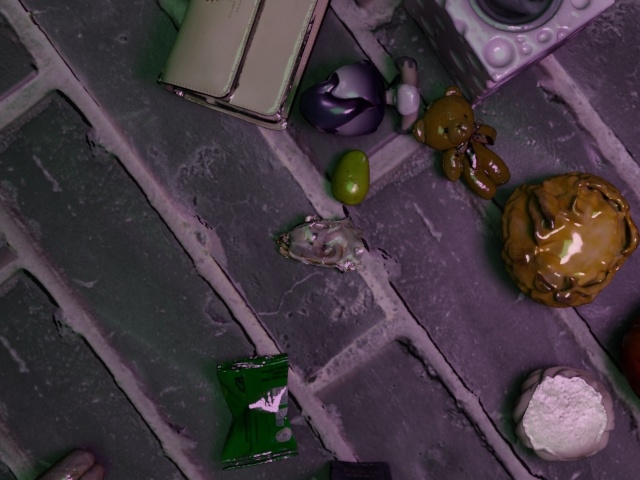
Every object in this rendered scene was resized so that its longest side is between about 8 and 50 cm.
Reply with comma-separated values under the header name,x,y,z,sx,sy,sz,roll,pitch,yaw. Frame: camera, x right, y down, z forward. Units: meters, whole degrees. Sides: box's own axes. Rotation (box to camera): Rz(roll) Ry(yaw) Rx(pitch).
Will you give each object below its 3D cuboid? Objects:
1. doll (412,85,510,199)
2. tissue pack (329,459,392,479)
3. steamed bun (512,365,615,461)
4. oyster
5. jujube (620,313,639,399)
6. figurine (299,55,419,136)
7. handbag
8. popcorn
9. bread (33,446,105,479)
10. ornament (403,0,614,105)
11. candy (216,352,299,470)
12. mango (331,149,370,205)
name,x,y,z,sx,sy,sz,roll,pitch,yaw
doll,0.271,-0.173,1.570,0.209,0.097,0.137,46,79,-8
tissue pack,0.071,0.436,1.532,0.112,0.156,0.051,4,93,0
steamed bun,0.435,0.309,1.558,0.183,0.106,0.182,0,85,2
oyster,0.001,-0.002,1.592,0.166,0.053,0.108,7,115,-7
jujube,0.683,0.240,1.512,0.318,0.223,0.223,43,89,-3
figurine,0.072,-0.247,1.558,0.222,0.145,0.145,-6,89,-1
handbag,-0.123,-0.408,1.551,0.237,0.160,0.358,19,89,8
popcorn,0.431,-0.008,1.525,0.250,0.190,0.250,0,82,0
bread,-0.531,0.510,1.525,0.337,0.183,0.102,-41,97,0
ornament,0.315,-0.415,1.506,0.239,0.240,0.239,-34,89,-1
candy,-0.119,0.314,1.576,0.141,0.078,0.203,-6,94,0
mango,0.058,-0.118,1.594,0.073,0.056,0.108,17,77,-3
